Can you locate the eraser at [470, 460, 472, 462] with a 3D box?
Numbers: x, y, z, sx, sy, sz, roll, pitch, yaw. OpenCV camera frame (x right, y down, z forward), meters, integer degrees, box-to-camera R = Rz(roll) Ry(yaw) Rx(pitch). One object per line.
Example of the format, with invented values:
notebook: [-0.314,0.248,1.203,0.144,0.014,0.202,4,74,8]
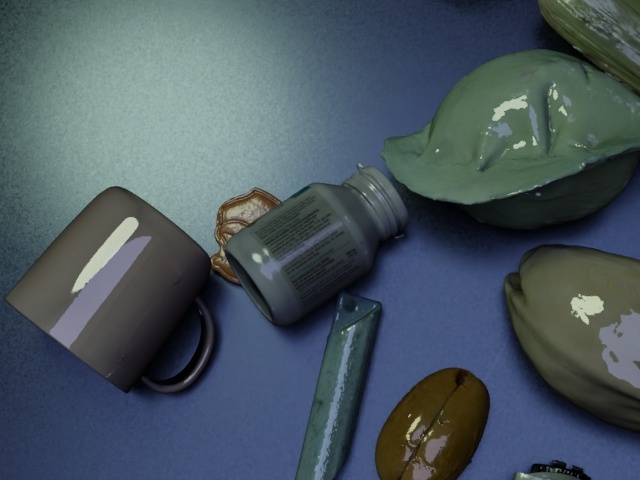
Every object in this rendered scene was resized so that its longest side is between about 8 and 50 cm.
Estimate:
eraser: [0.140,0.284,1.752,0.099,0.027,0.019,-18,70,1]

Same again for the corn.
corn: [0.415,-0.246,1.775,0.305,0.123,0.122,37,106,5]

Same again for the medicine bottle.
medicine bottle: [0.000,0.000,1.761,0.215,0.135,0.135,-35,78,-12]

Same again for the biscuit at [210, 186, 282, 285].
biscuit: [-0.092,-0.005,1.833,0.102,0.019,0.130,14,80,6]

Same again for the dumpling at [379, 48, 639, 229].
dumpling: [0.274,-0.108,1.736,0.321,0.212,0.270,-38,43,13]

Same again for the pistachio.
pistachio: [0.363,0.111,1.686,0.332,0.207,0.226,28,38,24]

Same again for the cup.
cup: [-0.233,0.074,1.760,0.253,0.191,0.200,41,81,-19]

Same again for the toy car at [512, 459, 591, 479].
toy car: [0.355,0.375,1.673,0.301,0.118,0.193,13,78,6]

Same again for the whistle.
whistle: [0.016,0.219,1.759,0.062,0.062,0.312,12,80,7]

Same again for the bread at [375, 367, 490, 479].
bread: [0.138,0.233,1.723,0.114,0.077,0.189,24,70,29]
